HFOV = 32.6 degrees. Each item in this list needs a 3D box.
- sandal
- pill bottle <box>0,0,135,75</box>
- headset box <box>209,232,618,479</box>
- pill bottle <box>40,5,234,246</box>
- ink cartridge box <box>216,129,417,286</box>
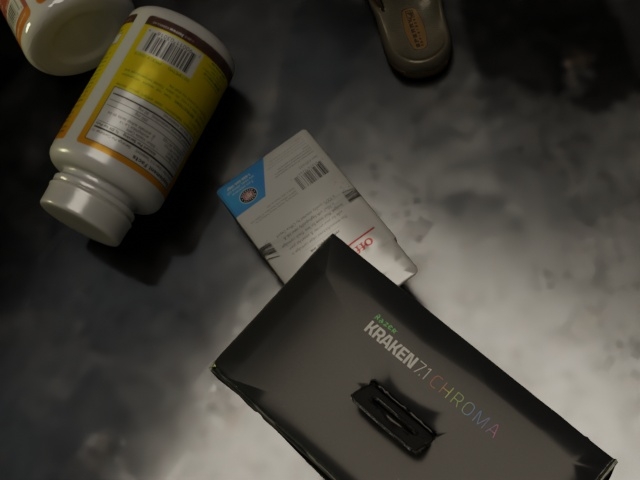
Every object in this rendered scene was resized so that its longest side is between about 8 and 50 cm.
[{"bbox_3d":[0.071,-0.262,1.088,0.090,0.060,0.219,-16,67,3],"label":"sandal"},{"bbox_3d":[-0.286,-0.285,1.128,0.121,0.121,0.216,-30,67,-2],"label":"pill bottle"},{"bbox_3d":[0.074,0.151,0.808,0.246,0.283,0.131,39,80,20],"label":"headset box"},{"bbox_3d":[-0.177,-0.106,1.042,0.117,0.117,0.215,23,75,17],"label":"pill bottle"},{"bbox_3d":[0.000,0.000,0.999,0.104,0.060,0.180,-35,67,-5],"label":"ink cartridge box"}]
